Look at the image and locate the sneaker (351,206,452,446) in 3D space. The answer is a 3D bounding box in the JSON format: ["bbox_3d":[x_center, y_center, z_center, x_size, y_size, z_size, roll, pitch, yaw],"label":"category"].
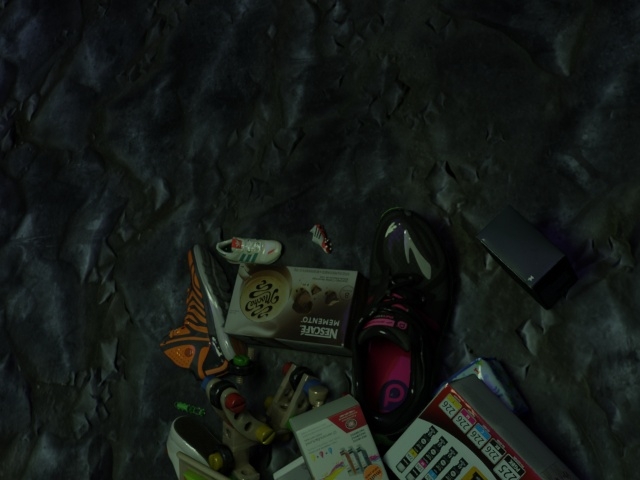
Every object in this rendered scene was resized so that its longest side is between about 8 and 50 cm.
[{"bbox_3d":[0.162,0.159,1.670,0.185,0.202,0.482,1,74,11],"label":"sneaker"}]

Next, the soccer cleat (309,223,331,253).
[{"bbox_3d":[0.000,0.000,1.932,0.036,0.029,0.083,-35,56,21],"label":"soccer cleat"}]

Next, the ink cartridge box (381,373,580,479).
[{"bbox_3d":[0.276,0.445,1.496,0.309,0.130,0.271,45,112,24],"label":"ink cartridge box"}]

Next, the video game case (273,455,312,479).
[{"bbox_3d":[0.010,0.460,1.679,0.157,0.143,0.019,-34,38,13],"label":"video game case"}]

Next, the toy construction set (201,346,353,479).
[{"bbox_3d":[-0.092,0.392,1.736,0.309,0.257,0.237,11,103,26],"label":"toy construction set"}]

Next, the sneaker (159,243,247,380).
[{"bbox_3d":[-0.297,0.173,1.956,0.180,0.124,0.321,-26,61,15],"label":"sneaker"}]

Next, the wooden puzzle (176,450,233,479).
[{"bbox_3d":[-0.209,0.562,1.719,0.221,0.044,0.238,18,123,31],"label":"wooden puzzle"}]

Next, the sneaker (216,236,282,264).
[{"bbox_3d":[-0.170,0.021,1.979,0.161,0.075,0.057,-3,70,26],"label":"sneaker"}]

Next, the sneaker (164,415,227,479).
[{"bbox_3d":[-0.228,0.515,1.822,0.290,0.106,0.123,43,124,26],"label":"sneaker"}]

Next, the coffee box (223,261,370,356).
[{"bbox_3d":[-0.042,0.150,1.838,0.297,0.119,0.168,4,72,28],"label":"coffee box"}]

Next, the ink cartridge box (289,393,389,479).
[{"bbox_3d":[0.036,0.395,1.549,0.128,0.127,0.176,-22,92,-9],"label":"ink cartridge box"}]

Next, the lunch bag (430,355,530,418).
[{"bbox_3d":[0.298,0.314,1.625,0.151,0.096,0.128,-41,61,25],"label":"lunch bag"}]

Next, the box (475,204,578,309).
[{"bbox_3d":[0.402,0.034,1.638,0.093,0.158,0.156,-45,58,5],"label":"box"}]

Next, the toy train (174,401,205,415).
[{"bbox_3d":[-0.300,0.384,1.934,0.083,0.024,0.017,10,75,29],"label":"toy train"}]
